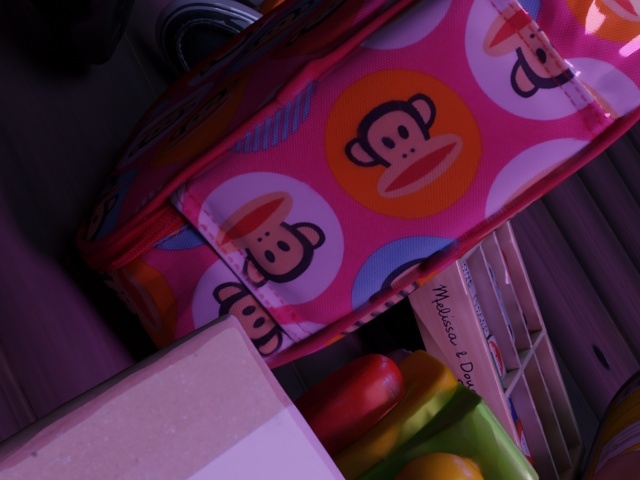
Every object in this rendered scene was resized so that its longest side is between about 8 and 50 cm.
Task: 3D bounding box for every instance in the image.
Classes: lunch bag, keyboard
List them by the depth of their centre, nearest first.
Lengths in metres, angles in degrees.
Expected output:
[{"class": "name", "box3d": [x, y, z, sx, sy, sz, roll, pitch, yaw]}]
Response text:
[{"class": "lunch bag", "box3d": [0.032, -0.075, 0.745, 0.120, 0.293, 0.258, 51, 16, -14]}, {"class": "keyboard", "box3d": [0.091, 0.087, 1.019, 0.180, 0.023, 0.108, 11, 48, -62]}]

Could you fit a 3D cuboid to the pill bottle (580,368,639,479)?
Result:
[{"class": "pill bottle", "box3d": [0.252, 0.193, 0.975, 0.188, 0.188, 0.334, 55, 20, 0]}]

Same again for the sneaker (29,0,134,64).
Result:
[{"class": "sneaker", "box3d": [-0.152, -0.168, 0.749, 0.227, 0.130, 0.087, 84, 21, -70]}]

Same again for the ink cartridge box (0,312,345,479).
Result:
[{"class": "ink cartridge box", "box3d": [-0.040, 0.165, 0.370, 0.193, 0.088, 0.235, -34, 88, -37]}]

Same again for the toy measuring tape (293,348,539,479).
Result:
[{"class": "toy measuring tape", "box3d": [0.025, 0.112, 0.763, 0.121, 0.121, 0.330, 54, -3, -4]}]

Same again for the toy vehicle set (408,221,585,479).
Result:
[{"class": "toy vehicle set", "box3d": [0.100, 0.042, 0.967, 0.166, 0.035, 0.267, -38, 110, -69]}]

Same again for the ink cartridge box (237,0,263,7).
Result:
[{"class": "ink cartridge box", "box3d": [-0.044, -0.302, 1.033, 0.189, 0.232, 0.066, 35, 6, -42]}]

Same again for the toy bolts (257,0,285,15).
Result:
[{"class": "toy bolts", "box3d": [0.070, -0.144, 1.118, 0.218, 0.228, 0.158, 32, -1, -6]}]

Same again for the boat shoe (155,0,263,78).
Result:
[{"class": "boat shoe", "box3d": [-0.023, -0.074, 0.923, 0.183, 0.065, 0.083, 38, 19, -21]}]

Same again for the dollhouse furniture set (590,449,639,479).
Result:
[{"class": "dollhouse furniture set", "box3d": [0.300, 0.215, 0.652, 0.394, 0.256, 0.362, -40, 94, -35]}]
